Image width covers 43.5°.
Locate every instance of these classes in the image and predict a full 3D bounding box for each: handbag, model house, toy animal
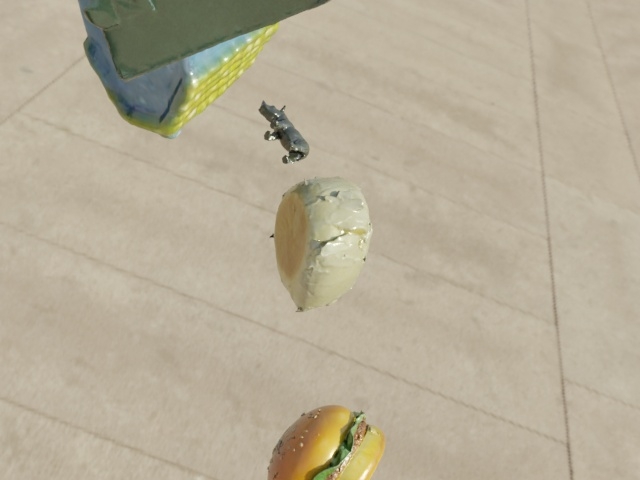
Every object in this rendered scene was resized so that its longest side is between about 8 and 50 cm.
[{"bbox_3d":[-0.123,-0.287,0.685,0.260,0.248,0.079,-15,27,18],"label":"handbag"},{"bbox_3d":[-0.190,-0.303,1.095,0.215,0.303,0.237,24,48,17],"label":"model house"},{"bbox_3d":[-0.069,-0.199,1.443,0.065,0.047,0.136,-16,63,-47],"label":"toy animal"}]

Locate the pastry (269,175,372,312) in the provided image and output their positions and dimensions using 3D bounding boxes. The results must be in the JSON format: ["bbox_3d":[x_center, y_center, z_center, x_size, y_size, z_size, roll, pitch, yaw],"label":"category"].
[{"bbox_3d":[0.000,0.000,0.955,0.088,0.166,0.166,2,40,-21],"label":"pastry"}]

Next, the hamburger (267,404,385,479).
[{"bbox_3d":[0.001,0.405,1.483,0.170,0.246,0.246,34,35,6],"label":"hamburger"}]
